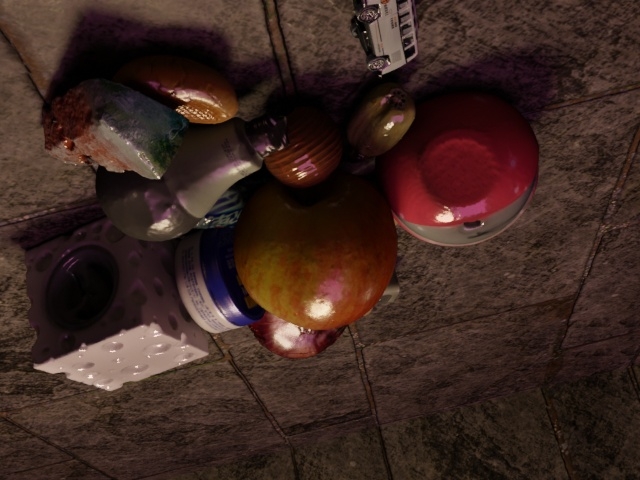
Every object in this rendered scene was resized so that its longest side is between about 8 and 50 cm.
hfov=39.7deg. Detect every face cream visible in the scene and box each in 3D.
[{"bbox_3d":[-0.196,0.074,1.727,0.111,0.206,0.206,-20,153,19],"label":"face cream"}]

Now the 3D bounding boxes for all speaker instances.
[{"bbox_3d":[0.245,-0.123,1.581,0.294,0.294,0.294,-11,154,-5],"label":"speaker"}]

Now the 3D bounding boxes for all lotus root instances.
[{"bbox_3d":[0.095,-0.192,1.469,0.077,0.090,0.183,-28,166,-33],"label":"lotus root"}]

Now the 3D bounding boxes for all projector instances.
[{"bbox_3d":[0.129,0.101,2.071,0.082,0.083,0.083,-5,153,-16],"label":"projector"}]

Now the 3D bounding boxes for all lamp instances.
[{"bbox_3d":[-0.196,-0.096,1.387,0.313,0.182,0.182,-6,155,10],"label":"lamp"},{"bbox_3d":[-0.029,-0.151,1.440,0.136,0.136,0.136,-11,154,-5],"label":"lamp"}]

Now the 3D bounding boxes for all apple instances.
[{"bbox_3d":[0.000,0.000,1.533,0.301,0.302,0.301,-11,154,-5],"label":"apple"}]

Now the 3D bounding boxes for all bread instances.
[{"bbox_3d":[-0.208,-0.221,1.283,0.189,0.077,0.114,12,164,-23],"label":"bread"}]

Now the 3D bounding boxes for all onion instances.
[{"bbox_3d":[-0.049,0.127,1.922,0.252,0.219,0.252,-2,111,-6],"label":"onion"}]

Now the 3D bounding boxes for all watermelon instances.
[{"bbox_3d":[-0.327,-0.160,1.284,0.241,0.094,0.154,0,155,44],"label":"watermelon"}]

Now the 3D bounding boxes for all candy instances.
[{"bbox_3d":[-0.179,-0.072,1.602,0.275,0.070,0.145,1,141,-35],"label":"candy"}]

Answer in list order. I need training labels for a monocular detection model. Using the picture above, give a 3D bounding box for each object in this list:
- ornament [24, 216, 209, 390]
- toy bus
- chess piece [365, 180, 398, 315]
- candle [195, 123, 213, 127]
[{"bbox_3d":[-0.386,0.120,1.690,0.239,0.240,0.240,-22,153,17],"label":"ornament"},{"bbox_3d":[0.086,-0.317,1.228,0.089,0.087,0.194,-22,153,1],"label":"toy bus"},{"bbox_3d":[0.077,0.007,1.729,0.142,0.143,0.261,8,113,-36],"label":"chess piece"},{"bbox_3d":[-0.228,-0.151,1.474,0.026,0.021,0.167,11,145,-39],"label":"candle"}]
